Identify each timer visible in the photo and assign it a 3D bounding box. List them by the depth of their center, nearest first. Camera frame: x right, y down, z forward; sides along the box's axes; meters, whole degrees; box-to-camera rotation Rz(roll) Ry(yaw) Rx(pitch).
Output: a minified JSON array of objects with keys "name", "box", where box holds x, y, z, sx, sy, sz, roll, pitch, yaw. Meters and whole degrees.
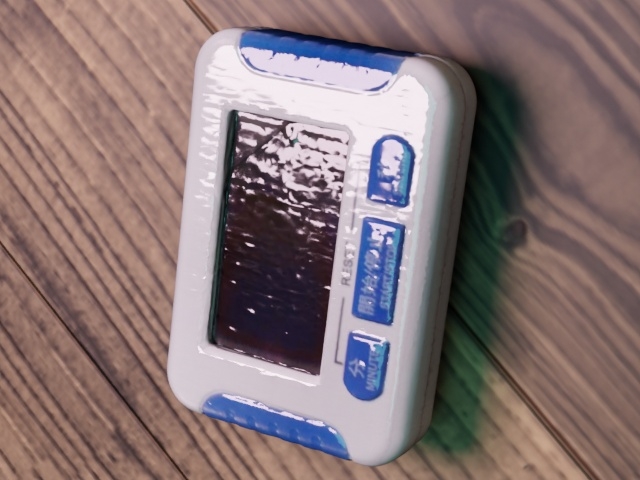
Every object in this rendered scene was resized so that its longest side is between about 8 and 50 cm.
[{"name":"timer","box":[0.000,0.000,0.858,0.178,0.078,0.253,15,106,26]}]
